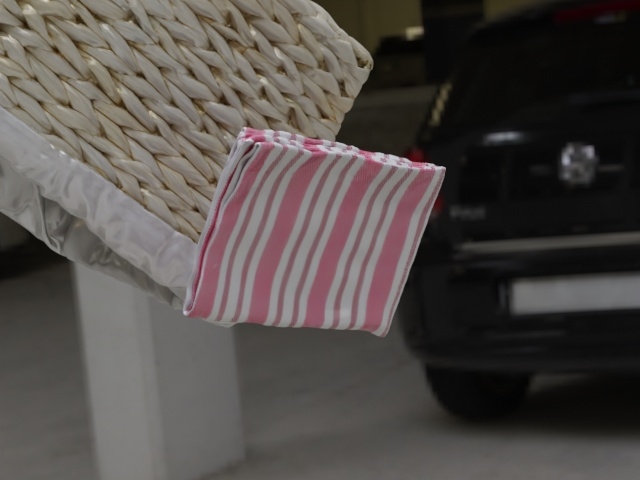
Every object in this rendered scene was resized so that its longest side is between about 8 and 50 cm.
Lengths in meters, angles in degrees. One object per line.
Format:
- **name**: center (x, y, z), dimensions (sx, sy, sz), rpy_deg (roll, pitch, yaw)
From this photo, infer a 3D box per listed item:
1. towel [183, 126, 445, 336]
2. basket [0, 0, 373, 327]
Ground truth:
- **towel**: center (0.000, 0.000, 1.148), dimensions (0.197, 0.144, 0.029), rpy_deg (8, 17, -38)
- **basket**: center (-0.187, -0.139, 1.291), dimensions (0.331, 0.266, 0.328), rpy_deg (40, -13, -33)
